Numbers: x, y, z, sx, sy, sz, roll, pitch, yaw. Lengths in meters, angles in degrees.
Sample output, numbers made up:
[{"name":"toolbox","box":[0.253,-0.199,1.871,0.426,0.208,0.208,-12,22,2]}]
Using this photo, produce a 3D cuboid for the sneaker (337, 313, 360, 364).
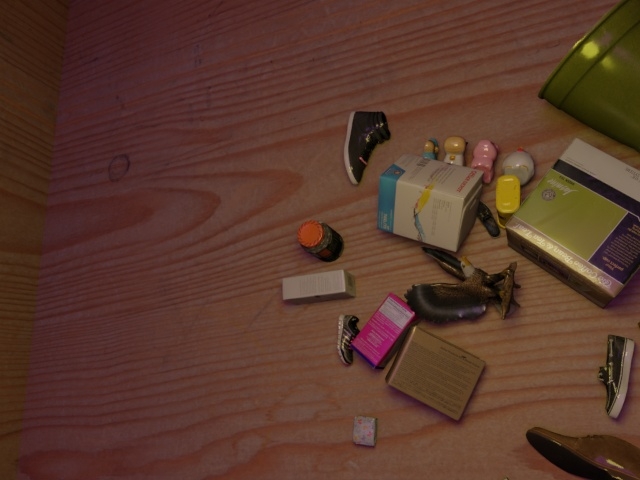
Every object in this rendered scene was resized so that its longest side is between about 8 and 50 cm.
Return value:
[{"name":"sneaker","box":[0.101,0.325,1.641,0.074,0.063,0.171,-12,66,26]}]

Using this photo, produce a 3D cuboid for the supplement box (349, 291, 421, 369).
[{"name":"supplement box","box":[0.214,0.290,1.577,0.114,0.111,0.220,39,92,27]}]

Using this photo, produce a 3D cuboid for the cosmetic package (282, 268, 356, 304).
[{"name":"cosmetic package","box":[-0.006,0.164,1.704,0.230,0.117,0.086,-12,70,21]}]

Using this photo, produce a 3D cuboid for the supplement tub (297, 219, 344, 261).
[{"name":"supplement tub","box":[0.000,0.000,1.706,0.116,0.190,0.117,-6,72,21]}]

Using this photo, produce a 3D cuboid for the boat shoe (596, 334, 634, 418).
[{"name":"boat shoe","box":[0.791,0.366,1.336,0.070,0.078,0.220,12,72,25]}]

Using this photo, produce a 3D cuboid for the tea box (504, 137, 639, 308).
[{"name":"tea box","box":[0.755,-0.043,1.383,0.329,0.220,0.324,41,92,27]}]

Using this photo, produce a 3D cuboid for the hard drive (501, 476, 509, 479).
[{"name":"hard drive","box":[0.453,0.860,1.350,0.353,0.047,0.233,-42,64,8]}]

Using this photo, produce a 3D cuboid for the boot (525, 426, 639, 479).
[{"name":"boot","box":[0.714,0.564,1.314,0.305,0.112,0.115,18,53,30]}]

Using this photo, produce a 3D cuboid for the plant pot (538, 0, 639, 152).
[{"name":"plant pot","box":[0.891,-0.437,1.395,0.366,0.366,0.353,-43,76,7]}]

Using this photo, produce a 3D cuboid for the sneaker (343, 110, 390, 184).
[{"name":"sneaker","box":[0.173,-0.347,1.778,0.146,0.104,0.296,-4,69,27]}]

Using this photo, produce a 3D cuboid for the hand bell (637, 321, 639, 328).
[{"name":"hand bell","box":[0.922,0.315,1.289,0.126,0.126,0.242,-30,54,13]}]

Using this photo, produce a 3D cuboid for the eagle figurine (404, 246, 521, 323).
[{"name":"eagle figurine","box":[0.435,0.127,1.485,0.298,0.226,0.226,-4,97,39]}]

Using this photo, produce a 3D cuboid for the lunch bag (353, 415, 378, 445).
[{"name":"lunch bag","box":[0.142,0.600,1.553,0.071,0.053,0.083,-2,65,20]}]

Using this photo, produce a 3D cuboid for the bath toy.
[{"name":"bath toy","box":[0.517,-0.267,1.607,0.347,0.152,0.129,11,44,25]}]

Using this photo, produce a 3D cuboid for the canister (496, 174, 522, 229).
[{"name":"canister","box":[0.576,-0.115,1.506,0.073,0.170,0.126,0,75,23]}]

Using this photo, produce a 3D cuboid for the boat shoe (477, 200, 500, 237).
[{"name":"boat shoe","box":[0.535,-0.073,1.584,0.049,0.040,0.142,-31,66,12]}]

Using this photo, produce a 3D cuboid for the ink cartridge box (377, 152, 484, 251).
[{"name":"ink cartridge box","box":[0.344,-0.126,1.553,0.269,0.197,0.198,19,39,26]}]

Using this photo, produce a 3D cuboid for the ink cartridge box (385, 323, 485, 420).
[{"name":"ink cartridge box","box":[0.338,0.389,1.470,0.234,0.088,0.193,27,86,6]}]
